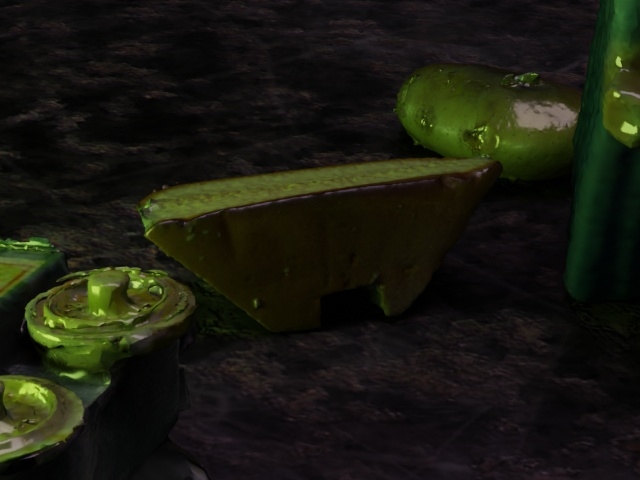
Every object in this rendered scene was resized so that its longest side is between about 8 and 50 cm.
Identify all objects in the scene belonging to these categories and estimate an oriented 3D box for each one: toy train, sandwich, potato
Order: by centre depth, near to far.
[{"bbox_3d":[-0.157,0.097,0.723,0.177,0.134,0.261,4,23,20],"label":"toy train"},{"bbox_3d":[0.000,0.000,1.002,0.244,0.088,0.090,-9,20,-18],"label":"sandwich"},{"bbox_3d":[0.137,-0.098,1.225,0.105,0.085,0.188,-18,28,-41],"label":"potato"}]

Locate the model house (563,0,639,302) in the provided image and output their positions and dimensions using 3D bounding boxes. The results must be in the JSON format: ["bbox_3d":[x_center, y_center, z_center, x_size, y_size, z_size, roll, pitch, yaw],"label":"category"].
[{"bbox_3d":[0.335,-0.062,0.963,0.342,0.335,0.382,-36,59,-27],"label":"model house"}]
